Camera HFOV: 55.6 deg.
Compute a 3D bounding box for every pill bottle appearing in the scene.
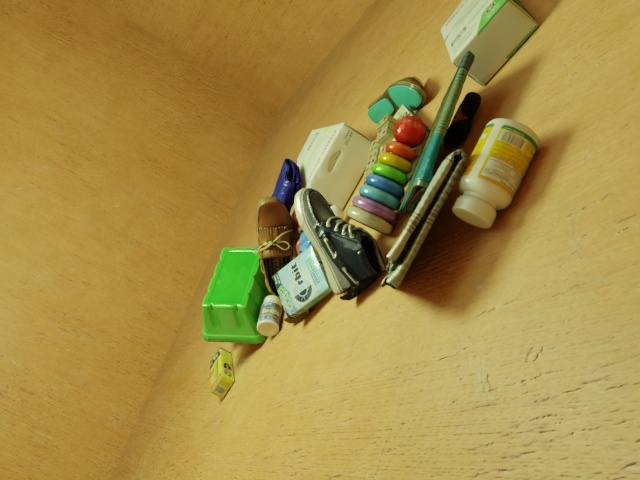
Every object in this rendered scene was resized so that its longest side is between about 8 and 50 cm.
[{"bbox_3d":[-0.176,0.261,2.123,0.078,0.078,0.137,-48,22,32],"label":"pill bottle"},{"bbox_3d":[0.357,-0.136,1.255,0.208,0.118,0.117,-62,18,-8],"label":"pill bottle"}]

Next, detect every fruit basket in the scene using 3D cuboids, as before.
[{"bbox_3d":[-0.302,0.252,2.313,0.392,0.283,0.391,0,-90,-77],"label":"fruit basket"}]

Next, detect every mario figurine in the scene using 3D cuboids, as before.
[{"bbox_3d":[0.000,0.000,2.064,0.198,0.170,0.320,-12,51,17],"label":"mario figurine"}]

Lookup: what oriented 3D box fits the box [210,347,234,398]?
[{"bbox_3d":[-0.379,0.503,2.321,0.087,0.058,0.232,-56,19,9],"label":"box"}]

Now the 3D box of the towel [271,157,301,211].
[{"bbox_3d":[-0.144,-0.126,2.243,0.227,0.076,0.308,-95,24,-60],"label":"towel"}]

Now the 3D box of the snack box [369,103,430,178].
[{"bbox_3d":[0.250,-0.296,1.883,0.187,0.060,0.322,-53,19,19],"label":"snack box"}]

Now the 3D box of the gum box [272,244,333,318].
[{"bbox_3d":[-0.054,0.131,1.892,0.184,0.041,0.157,-38,59,27],"label":"gum box"}]

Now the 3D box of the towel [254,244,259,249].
[{"bbox_3d":[-0.227,0.051,2.658,0.336,0.040,0.243,-42,26,43],"label":"towel"}]

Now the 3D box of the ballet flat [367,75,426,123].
[{"bbox_3d":[0.281,-0.494,2.078,0.124,0.116,0.342,-45,9,-19],"label":"ballet flat"}]

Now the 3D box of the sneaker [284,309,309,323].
[{"bbox_3d":[-0.071,0.224,1.960,0.118,0.042,0.067,-30,37,43],"label":"sneaker"}]

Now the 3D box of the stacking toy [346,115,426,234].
[{"bbox_3d":[0.200,-0.188,1.681,0.330,0.141,0.141,-64,18,2],"label":"stacking toy"}]

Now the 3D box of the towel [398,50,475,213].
[{"bbox_3d":[0.299,-0.263,1.560,0.271,0.040,0.370,99,-166,-78],"label":"towel"}]

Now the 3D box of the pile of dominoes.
[{"bbox_3d":[0.184,-0.282,1.877,0.196,0.040,0.251,-41,25,47],"label":"pile of dominoes"}]

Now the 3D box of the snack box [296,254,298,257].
[{"bbox_3d":[-0.070,0.090,2.199,0.064,0.022,0.178,-46,23,34],"label":"snack box"}]

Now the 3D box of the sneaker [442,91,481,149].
[{"bbox_3d":[0.376,-0.311,1.606,0.161,0.057,0.075,-66,-10,9],"label":"sneaker"}]

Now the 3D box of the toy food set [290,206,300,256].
[{"bbox_3d":[-0.094,-0.035,2.381,0.219,0.092,0.306,-47,20,-2],"label":"toy food set"}]

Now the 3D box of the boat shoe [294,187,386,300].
[{"bbox_3d":[0.060,-0.020,1.652,0.127,0.340,0.158,-16,-14,-47],"label":"boat shoe"}]

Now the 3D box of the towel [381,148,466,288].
[{"bbox_3d":[0.219,-0.034,1.377,0.324,0.056,0.312,-62,-6,-2],"label":"towel"}]

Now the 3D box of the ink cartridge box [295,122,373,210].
[{"bbox_3d":[0.025,-0.275,2.291,0.279,0.160,0.385,-62,18,-2],"label":"ink cartridge box"}]

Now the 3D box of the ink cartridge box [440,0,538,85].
[{"bbox_3d":[0.459,-0.595,1.690,0.211,0.122,0.289,-48,21,31],"label":"ink cartridge box"}]

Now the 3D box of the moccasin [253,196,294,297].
[{"bbox_3d":[-0.162,0.028,2.114,0.147,0.139,0.380,-95,7,-60],"label":"moccasin"}]
